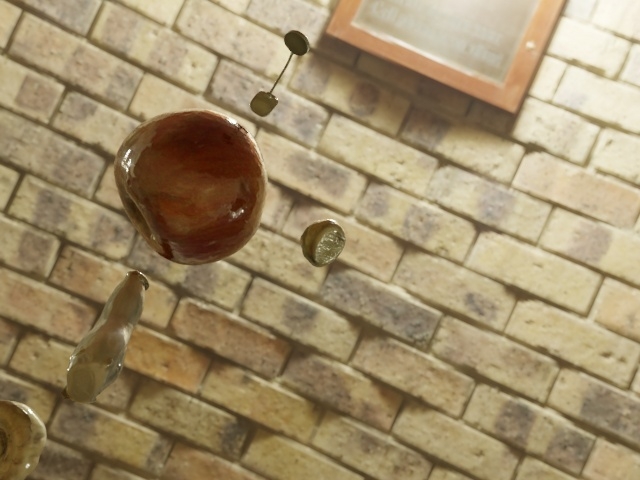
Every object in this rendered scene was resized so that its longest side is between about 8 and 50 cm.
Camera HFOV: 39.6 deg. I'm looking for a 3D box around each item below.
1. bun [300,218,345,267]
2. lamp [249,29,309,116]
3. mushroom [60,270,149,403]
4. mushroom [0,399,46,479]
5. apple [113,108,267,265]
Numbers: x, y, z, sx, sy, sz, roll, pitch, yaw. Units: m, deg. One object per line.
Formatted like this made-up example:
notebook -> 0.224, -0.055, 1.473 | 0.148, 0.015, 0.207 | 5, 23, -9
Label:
bun -> 0.000, 0.000, 1.513 | 0.055, 0.086, 0.086 | 34, 4, 41
lamp -> -0.076, -0.308, 1.646 | 0.050, 0.056, 0.198 | 37, -38, 2
mushroom -> -0.430, 0.192, 1.825 | 0.097, 0.109, 0.351 | 15, 37, -2
mushroom -> -0.512, 0.328, 1.412 | 0.154, 0.154, 0.122 | 24, -2, 19
apple -> -0.222, -0.106, 1.620 | 0.302, 0.301, 0.301 | 25, -2, 1
